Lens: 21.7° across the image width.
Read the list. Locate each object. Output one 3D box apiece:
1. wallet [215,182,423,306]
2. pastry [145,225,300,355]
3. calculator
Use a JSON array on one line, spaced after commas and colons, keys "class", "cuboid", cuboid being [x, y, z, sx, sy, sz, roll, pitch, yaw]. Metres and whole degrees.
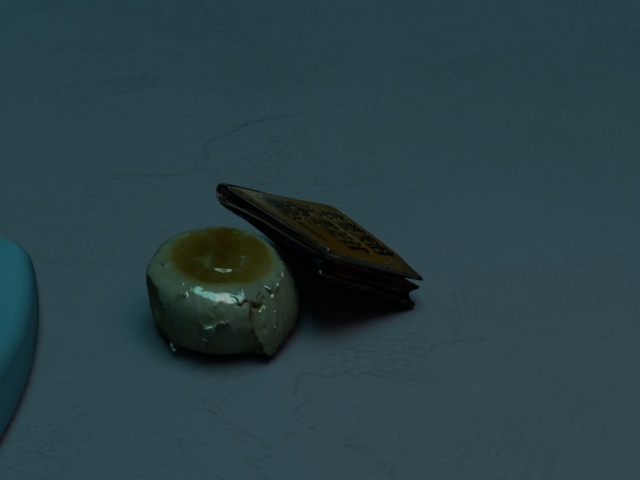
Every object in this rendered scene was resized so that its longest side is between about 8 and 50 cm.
[{"class": "wallet", "cuboid": [0.002, -0.002, 1.770, 0.161, 0.042, 0.195, 18, 15, -46]}, {"class": "pastry", "cuboid": [-0.100, 0.053, 1.701, 0.166, 0.088, 0.166, 3, 35, -2]}, {"class": "calculator", "cuboid": [-0.409, 0.088, 1.646, 0.256, 0.054, 0.386, 2, 29, -3]}]
